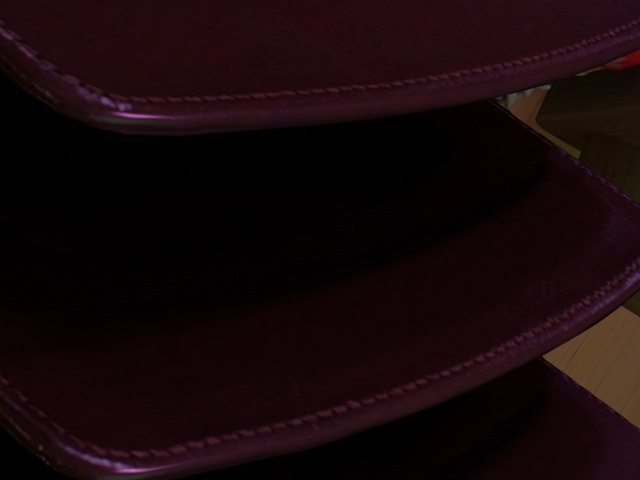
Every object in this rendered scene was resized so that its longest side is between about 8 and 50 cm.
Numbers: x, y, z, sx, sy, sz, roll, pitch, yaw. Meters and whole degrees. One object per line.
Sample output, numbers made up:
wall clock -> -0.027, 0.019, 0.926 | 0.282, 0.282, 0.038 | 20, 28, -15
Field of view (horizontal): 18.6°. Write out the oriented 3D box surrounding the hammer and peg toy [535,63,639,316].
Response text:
hammer and peg toy -> 0.229, -0.004, 0.819 | 0.127, 0.266, 0.361 | -65, -162, -9

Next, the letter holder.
letter holder -> 0.000, 0.000, 0.539 | 0.302, 0.214, 0.152 | -17, 140, -54

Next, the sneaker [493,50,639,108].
sneaker -> 0.082, -0.081, 0.758 | 0.161, 0.075, 0.057 | -49, 158, -7
